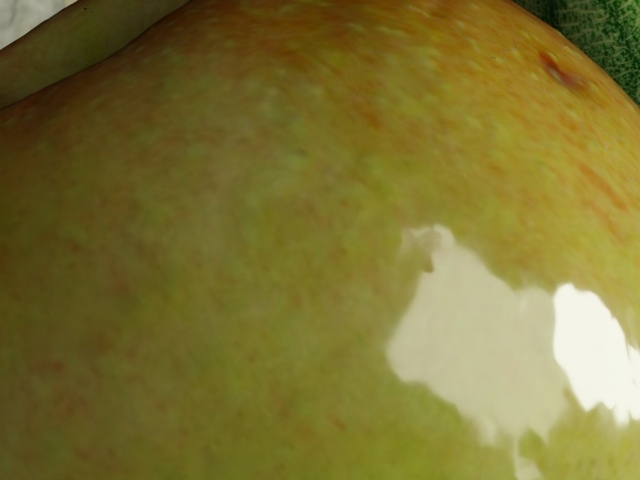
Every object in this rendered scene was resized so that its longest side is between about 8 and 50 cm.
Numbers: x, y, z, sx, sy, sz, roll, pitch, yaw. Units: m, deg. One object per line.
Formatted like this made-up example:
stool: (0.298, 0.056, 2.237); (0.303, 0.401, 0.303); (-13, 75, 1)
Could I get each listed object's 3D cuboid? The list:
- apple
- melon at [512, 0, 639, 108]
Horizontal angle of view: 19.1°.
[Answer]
apple: (-0.017, 0.043, 0.633); (0.319, 0.319, 0.277); (-53, 130, -42)
melon: (0.147, -0.122, 0.879); (0.288, 0.182, 0.182); (7, 71, -75)
